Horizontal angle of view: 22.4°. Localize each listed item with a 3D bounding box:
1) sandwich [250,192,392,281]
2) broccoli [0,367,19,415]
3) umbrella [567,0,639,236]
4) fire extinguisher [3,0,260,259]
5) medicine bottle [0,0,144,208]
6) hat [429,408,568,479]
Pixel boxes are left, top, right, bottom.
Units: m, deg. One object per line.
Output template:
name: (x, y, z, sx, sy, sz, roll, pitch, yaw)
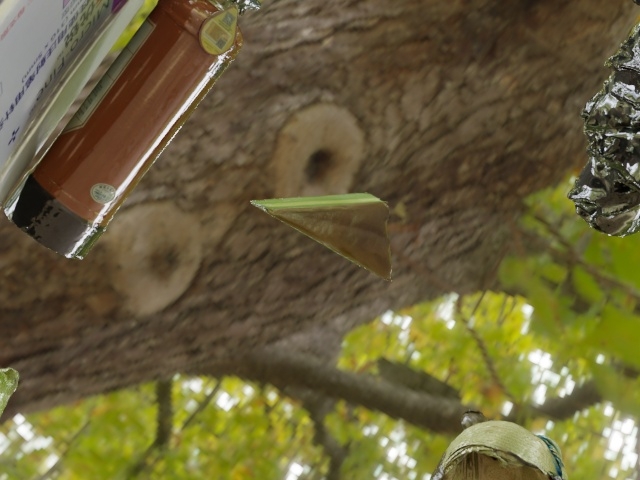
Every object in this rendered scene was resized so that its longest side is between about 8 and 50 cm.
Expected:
sandwich: (0.000, 0.000, 1.465, 0.116, 0.074, 0.074, -4, -81, -13)
broccoli: (-0.346, 0.240, 1.118, 0.302, 0.186, 0.254, -24, -101, 14)
umbrella: (0.210, -0.097, 0.838, 0.128, 0.154, 0.336, 30, -46, 8)
fire extinguisher: (-0.086, -0.073, 0.787, 0.050, 0.062, 0.177, 43, -79, 33)
medicine bottle: (-0.126, -0.120, 0.739, 0.052, 0.201, 0.171, 30, -22, 4)
hat: (0.109, 0.141, 0.967, 0.077, 0.059, 0.076, 33, -54, -3)
